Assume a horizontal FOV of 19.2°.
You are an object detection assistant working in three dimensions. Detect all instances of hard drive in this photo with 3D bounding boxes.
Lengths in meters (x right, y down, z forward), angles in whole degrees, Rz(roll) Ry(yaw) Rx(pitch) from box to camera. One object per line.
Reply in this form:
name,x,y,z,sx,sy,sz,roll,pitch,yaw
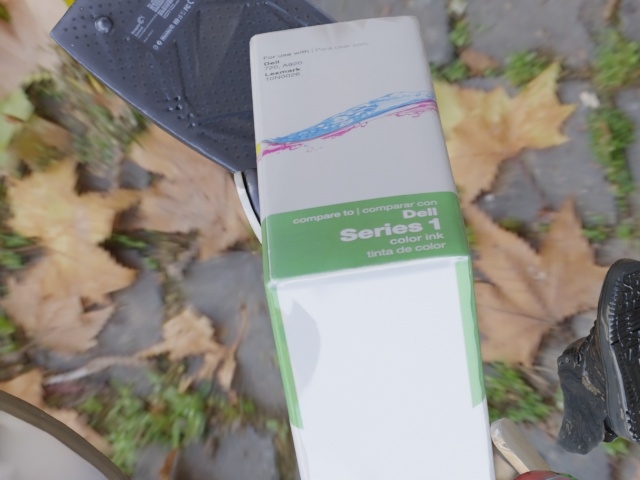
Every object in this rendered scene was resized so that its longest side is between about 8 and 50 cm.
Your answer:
hard drive,-0.087,-0.157,1.641,0.255,0.054,0.172,34,73,2

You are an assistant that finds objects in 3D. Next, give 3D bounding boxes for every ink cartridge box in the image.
ink cartridge box,0.030,0.015,1.171,0.117,0.278,0.201,-8,125,2

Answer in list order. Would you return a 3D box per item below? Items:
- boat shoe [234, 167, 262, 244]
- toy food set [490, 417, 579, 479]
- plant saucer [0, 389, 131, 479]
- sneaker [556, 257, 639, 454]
boat shoe,0.000,0.000,1.574,0.065,0.075,0.206,-28,131,14
toy food set,0.095,0.156,0.747,0.071,0.218,0.128,-23,107,36
plant saucer,-0.107,0.173,0.615,0.041,0.278,0.278,-31,91,26
sneaker,0.203,0.085,1.369,0.051,0.089,0.170,-21,115,-28
